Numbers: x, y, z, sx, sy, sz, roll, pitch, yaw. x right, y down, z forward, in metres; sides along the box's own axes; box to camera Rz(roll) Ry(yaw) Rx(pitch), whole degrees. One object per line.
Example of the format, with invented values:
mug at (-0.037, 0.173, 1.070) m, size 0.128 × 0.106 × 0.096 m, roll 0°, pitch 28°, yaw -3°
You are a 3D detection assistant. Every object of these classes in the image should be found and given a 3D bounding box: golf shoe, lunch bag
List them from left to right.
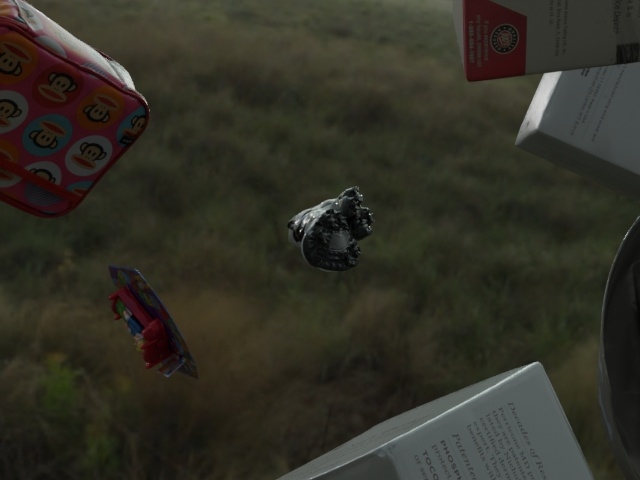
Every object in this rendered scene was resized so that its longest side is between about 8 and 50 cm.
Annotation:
lunch bag at (-0.390, -0.155, 1.448) m, size 0.293 × 0.258 × 0.120 m, roll 29°, pitch 21°, yaw -48°
golf shoe at (0.000, 0.000, 1.384) m, size 0.094 × 0.077 × 0.198 m, roll -20°, pitch 9°, yaw 21°

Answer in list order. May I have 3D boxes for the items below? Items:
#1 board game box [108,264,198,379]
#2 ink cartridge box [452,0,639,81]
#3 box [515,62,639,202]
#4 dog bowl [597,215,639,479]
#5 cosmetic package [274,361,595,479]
board game box at (-0.190, 0.092, 1.215) m, size 0.033 × 0.133 × 0.169 m, roll -33°, pitch 15°, yaw -22°
ink cartridge box at (0.204, -0.211, 0.819) m, size 0.218 × 0.158 × 0.092 m, roll -5°, pitch 42°, yaw 3°
box at (0.326, -0.149, 1.200) m, size 0.182 × 0.181 × 0.119 m, roll 24°, pitch -5°, yaw 1°
dog bowl at (0.371, 0.107, 0.872) m, size 0.349 × 0.348 × 0.102 m, roll 11°, pitch -29°, yaw 3°
cosmetic package at (0.142, 0.401, 1.514) m, size 0.329 × 0.327 × 0.394 m, roll -29°, pitch -8°, yaw 37°
